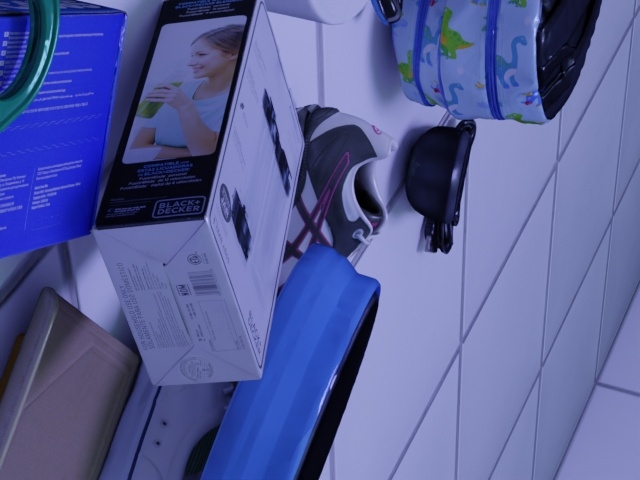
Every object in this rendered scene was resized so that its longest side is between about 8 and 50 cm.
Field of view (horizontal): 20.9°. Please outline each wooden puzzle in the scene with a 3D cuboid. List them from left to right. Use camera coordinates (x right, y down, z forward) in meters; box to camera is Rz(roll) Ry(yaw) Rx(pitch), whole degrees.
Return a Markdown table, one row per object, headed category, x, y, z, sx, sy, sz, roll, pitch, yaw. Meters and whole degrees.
| category | x | y | z | sx | sy | sz | roll | pitch | yaw |
| --- | --- | --- | --- | --- | --- | --- | --- | --- | --- |
| wooden puzzle | -0.221 | 0.166 | 1.363 | 0.238 | 0.044 | 0.221 | 62 | 45 | -70 |

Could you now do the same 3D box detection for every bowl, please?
| category | x | y | z | sx | sy | sz | roll | pitch | yaw |
| --- | --- | --- | --- | --- | --- | --- | --- | --- | --- |
| bowl | -0.040 | 0.196 | 1.603 | 0.391 | 0.077 | 0.391 | 20 | 90 | -84 |

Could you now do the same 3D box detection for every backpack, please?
| category | x | y | z | sx | sy | sz | roll | pitch | yaw |
| --- | --- | --- | --- | --- | --- | --- | --- | --- | --- |
| backpack | 0.220 | -0.295 | 2.018 | 0.290 | 0.273 | 0.355 | 81 | 8 | -54 |

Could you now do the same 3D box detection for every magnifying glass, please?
| category | x | y | z | sx | sy | sz | roll | pitch | yaw |
| --- | --- | --- | --- | --- | --- | --- | --- | --- | --- |
| magnifying glass | -0.211 | -0.066 | 1.007 | 0.092 | 0.026 | 0.231 | 72 | 35 | -58 |

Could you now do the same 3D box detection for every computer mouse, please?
| category | x | y | z | sx | sy | sz | roll | pitch | yaw |
| --- | --- | --- | --- | --- | --- | --- | --- | --- | --- |
| computer mouse | 0.148 | -0.079 | 2.212 | 0.272 | 0.072 | 0.188 | 12 | 90 | -84 |

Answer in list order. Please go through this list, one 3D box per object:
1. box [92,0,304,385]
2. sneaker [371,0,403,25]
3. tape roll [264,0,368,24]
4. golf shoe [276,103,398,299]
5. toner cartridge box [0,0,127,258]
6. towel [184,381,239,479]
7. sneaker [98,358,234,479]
| category | x | y | z | sx | sy | sz | roll | pitch | yaw |
| --- | --- | --- | --- | --- | --- | --- | --- | --- | --- |
| box | -0.086 | -0.046 | 1.354 | 0.290 | 0.087 | 0.169 | -81 | 161 | -47 |
| sneaker | 0.098 | -0.322 | 1.857 | 0.067 | 0.078 | 0.188 | 44 | 63 | -69 |
| tape roll | -0.004 | -0.335 | 1.519 | 0.286 | 0.100 | 0.286 | 14 | 90 | -72 |
| golf shoe | 0.000 | 0.000 | 1.753 | 0.105 | 0.120 | 0.273 | -44 | 145 | -60 |
| toner cartridge box | -0.240 | -0.067 | 1.072 | 0.348 | 0.075 | 0.165 | -20 | 121 | -68 |
| towel | -0.135 | 0.268 | 1.686 | 0.248 | 0.038 | 0.325 | -2 | 105 | -72 |
| sneaker | -0.115 | 0.123 | 1.520 | 0.094 | 0.091 | 0.258 | 166 | -55 | -85 |
